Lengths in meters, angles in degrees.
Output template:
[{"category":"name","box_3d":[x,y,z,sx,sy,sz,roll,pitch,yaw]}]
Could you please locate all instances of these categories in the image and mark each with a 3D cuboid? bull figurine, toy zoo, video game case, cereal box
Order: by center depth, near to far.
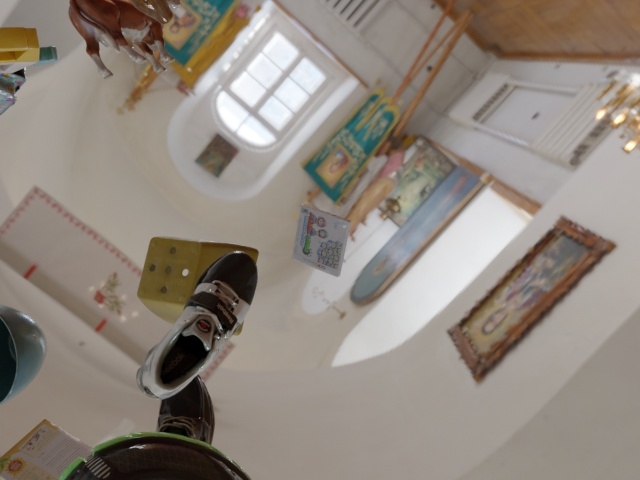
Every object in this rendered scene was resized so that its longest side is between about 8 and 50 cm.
[{"category":"toy zoo","box_3d":[-0.505,-0.250,0.940,0.293,0.030,0.192,-13,-172,-32]},{"category":"bull figurine","box_3d":[-0.396,-0.450,1.472,0.310,0.101,0.188,-33,-83,-56]},{"category":"cereal box","box_3d":[-0.627,0.544,1.648,0.240,0.047,0.173,24,-140,20]},{"category":"video game case","box_3d":[0.000,0.000,1.796,0.143,0.157,0.019,21,-157,24]}]

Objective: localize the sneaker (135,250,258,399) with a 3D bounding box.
[{"category":"sneaker","box_3d":[-0.209,0.157,1.310,0.122,0.330,0.146,37,159,-12]}]

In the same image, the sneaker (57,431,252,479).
[{"category":"sneaker","box_3d":[-0.078,0.390,0.716,0.483,0.185,0.202,52,167,-11]}]

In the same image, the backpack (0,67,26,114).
[{"category":"backpack","box_3d":[-0.698,-0.328,1.413,0.166,0.188,0.144,14,-112,-39]}]

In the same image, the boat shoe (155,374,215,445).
[{"category":"boat shoe","box_3d":[-0.302,0.446,1.547,0.130,0.132,0.355,98,168,-61]}]

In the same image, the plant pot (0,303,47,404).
[{"category":"plant pot","box_3d":[-0.882,0.305,1.942,0.290,0.290,0.195,43,-164,14]}]

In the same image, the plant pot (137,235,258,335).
[{"category":"plant pot","box_3d":[-0.296,0.088,1.611,0.212,0.212,0.187,6,167,25]}]

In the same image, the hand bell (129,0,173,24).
[{"category":"hand bell","box_3d":[-0.244,-0.330,0.761,0.242,0.126,0.126,44,-177,-46]}]
